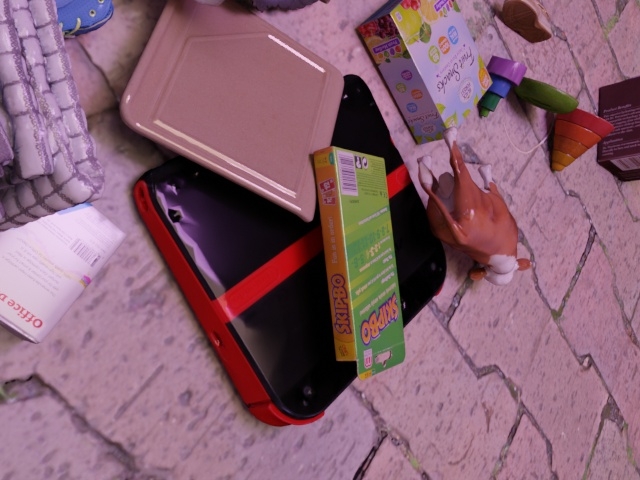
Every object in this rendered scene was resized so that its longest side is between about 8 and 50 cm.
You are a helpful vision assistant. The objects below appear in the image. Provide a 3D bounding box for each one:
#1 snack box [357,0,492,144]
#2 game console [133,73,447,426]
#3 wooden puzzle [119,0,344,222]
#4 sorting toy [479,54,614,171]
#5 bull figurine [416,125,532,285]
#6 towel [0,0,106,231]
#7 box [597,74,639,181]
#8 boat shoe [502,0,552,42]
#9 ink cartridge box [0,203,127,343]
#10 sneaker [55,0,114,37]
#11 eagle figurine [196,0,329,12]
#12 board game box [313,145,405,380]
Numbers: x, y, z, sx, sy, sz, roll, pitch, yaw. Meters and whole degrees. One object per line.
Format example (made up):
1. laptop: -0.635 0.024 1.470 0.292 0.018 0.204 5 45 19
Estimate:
1. snack box: 0.170 -0.284 0.888 0.174 0.070 0.207 -51 120 -33
2. game console: 0.000 0.000 0.726 0.387 0.060 0.341 -37 104 -39
3. wooden puzzle: -0.083 -0.158 0.638 0.239 0.044 0.220 30 57 -29
4. sorting toy: 0.425 -0.228 1.114 0.366 0.127 0.126 16 105 -37
5. bull figurine: 0.234 -0.038 0.870 0.310 0.101 0.188 25 46 -60
6. towel: -0.286 -0.124 0.342 0.121 0.235 0.283 -29 108 -61
7. box: 0.785 -0.269 1.371 0.167 0.169 0.203 18 75 -39
8. boat shoe: 0.404 -0.448 1.123 0.170 0.063 0.059 14 74 -50
9. ink cartridge box: -0.246 0.016 0.496 0.088 0.052 0.122 47 56 -28
10. sneaker: -0.246 -0.201 0.492 0.126 0.091 0.240 27 68 -38
11. eagle figurine: -0.024 -0.352 0.603 0.225 0.226 0.298 25 33 -20
12. board game box: 0.051 0.025 0.677 0.124 0.039 0.259 -1 81 -57
